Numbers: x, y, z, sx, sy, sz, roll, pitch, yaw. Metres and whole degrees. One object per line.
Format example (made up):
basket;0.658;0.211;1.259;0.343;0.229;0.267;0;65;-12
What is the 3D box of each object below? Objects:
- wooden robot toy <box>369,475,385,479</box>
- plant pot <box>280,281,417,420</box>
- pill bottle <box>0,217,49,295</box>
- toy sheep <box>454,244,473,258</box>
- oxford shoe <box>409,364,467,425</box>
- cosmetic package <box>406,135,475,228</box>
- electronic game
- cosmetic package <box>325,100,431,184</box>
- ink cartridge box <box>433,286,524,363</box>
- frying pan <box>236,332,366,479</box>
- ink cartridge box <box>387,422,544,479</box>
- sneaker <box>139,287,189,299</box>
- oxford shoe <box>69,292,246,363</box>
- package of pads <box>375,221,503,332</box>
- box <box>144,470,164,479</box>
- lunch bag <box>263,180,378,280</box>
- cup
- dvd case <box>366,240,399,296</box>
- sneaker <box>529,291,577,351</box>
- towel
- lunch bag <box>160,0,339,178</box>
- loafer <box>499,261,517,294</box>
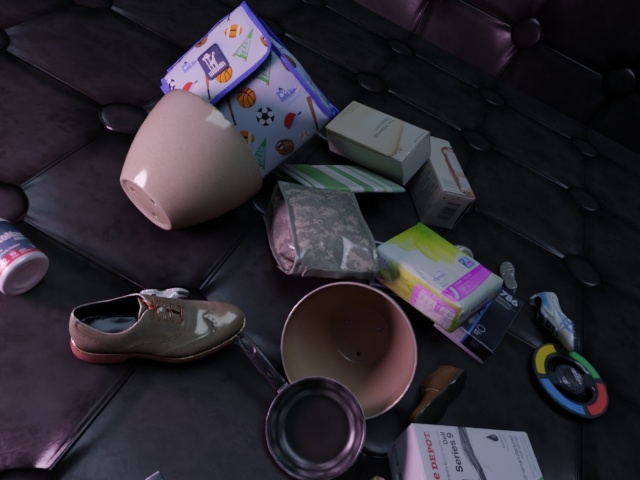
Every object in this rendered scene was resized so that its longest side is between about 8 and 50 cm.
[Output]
wooden robot toy;0.064;0.523;1.099;0.173;0.076;0.079;-27;98;-43
plant pot;0.077;0.224;1.279;0.284;0.284;0.191;36;9;11
pill bottle;-0.656;0.018;1.192;0.180;0.108;0.108;38;42;13
toy sheep;0.404;0.057;1.721;0.091;0.132;0.091;1;87;-13
oxford shoe;0.260;0.364;1.364;0.076;0.076;0.212;16;33;36
cosmetic package;0.382;-0.199;1.940;0.129;0.153;0.296;10;45;-21
electronic game;0.669;0.374;1.570;0.229;0.048;0.229;15;41;-14
cosmetic package;0.185;-0.320;1.891;0.309;0.113;0.160;29;64;30
ink cartridge box;0.460;0.189;1.644;0.165;0.065;0.332;37;41;13
frying pan;-0.066;0.344;1.169;0.326;0.053;0.197;25;74;12
ink cartridge box;0.303;0.501;1.186;0.289;0.122;0.211;10;43;-18
sneaker;-0.344;0.131;1.299;0.109;0.040;0.044;-3;65;-26
oxford shoe;-0.315;0.167;1.161;0.348;0.130;0.123;-7;54;-19
package of pads;0.300;0.093;1.559;0.296;0.101;0.229;38;42;27
box;-0.317;0.441;0.834;0.183;0.231;0.056;-23;64;-41
lunch bag;0.000;0.000;1.515;0.235;0.169;0.287;6;40;-24
cup;-0.343;-0.164;1.431;0.331;0.331;0.237;38;66;12
dvd case;0.237;0.088;1.654;0.238;0.030;0.179;14;42;-16
sneaker;0.673;0.237;1.686;0.086;0.085;0.237;-14;31;5
towel;0.055;-0.180;1.766;0.324;0.038;0.248;-4;24;-32
lunch bag;-0.195;-0.384;1.570;0.385;0.327;0.239;51;12;-9
loafer;0.580;0.119;1.805;0.045;0.039;0.125;-7;38;12
